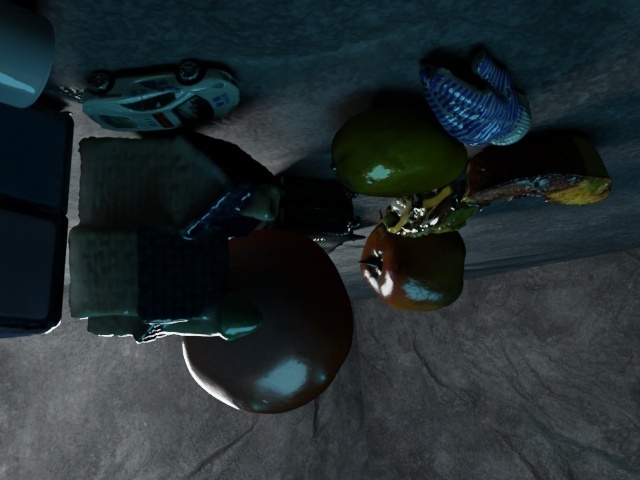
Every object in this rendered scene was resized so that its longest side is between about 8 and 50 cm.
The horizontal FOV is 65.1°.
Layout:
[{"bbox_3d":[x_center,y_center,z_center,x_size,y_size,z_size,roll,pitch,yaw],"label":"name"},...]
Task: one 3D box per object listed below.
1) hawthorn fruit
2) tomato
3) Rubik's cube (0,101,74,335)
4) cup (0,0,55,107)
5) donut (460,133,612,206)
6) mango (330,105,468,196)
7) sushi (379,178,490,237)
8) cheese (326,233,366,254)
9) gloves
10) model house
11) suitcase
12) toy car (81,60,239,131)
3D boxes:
[{"bbox_3d":[0.236,0.056,1.359,0.301,0.267,0.268,5,165,-16],"label":"hawthorn fruit"},{"bbox_3d":[-0.110,0.142,0.944,0.341,0.341,0.273,-8,149,14],"label":"tomato"},{"bbox_3d":[-0.537,-0.036,0.611,0.316,0.318,0.313,-12,163,27],"label":"Rubik's cube"},{"bbox_3d":[-0.346,-0.205,0.481,0.133,0.136,0.099,11,126,-50],"label":"cup"},{"bbox_3d":[0.419,-0.136,0.933,0.295,0.112,0.151,-2,164,-12],"label":"donut"},{"bbox_3d":[0.134,-0.136,0.803,0.167,0.130,0.262,-23,164,41],"label":"mango"},{"bbox_3d":[0.254,-0.075,1.113,0.139,0.131,0.291,-9,170,-25],"label":"sushi"},{"bbox_3d":[0.000,0.000,1.404,0.286,0.074,0.189,-8,-165,-38],"label":"cheese"},{"bbox_3d":[0.222,-0.192,0.700,0.229,0.097,0.119,12,129,-36],"label":"gloves"},{"bbox_3d":[-0.190,-0.005,0.754,0.284,0.298,0.243,0,-179,22],"label":"model house"},{"bbox_3d":[-0.055,-0.040,1.136,0.202,0.128,0.312,4,162,-23],"label":"suitcase"},{"bbox_3d":[-0.207,-0.182,0.658,0.205,0.056,0.095,-4,166,5],"label":"toy car"}]
